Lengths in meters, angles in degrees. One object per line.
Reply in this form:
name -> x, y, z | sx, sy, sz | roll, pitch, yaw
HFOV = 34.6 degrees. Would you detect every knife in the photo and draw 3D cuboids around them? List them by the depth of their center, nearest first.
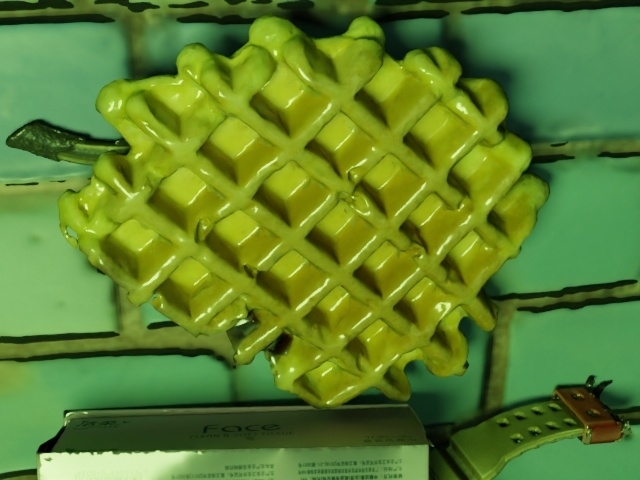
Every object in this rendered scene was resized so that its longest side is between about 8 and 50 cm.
knife -> -0.076, -0.052, 0.628 | 0.222, 0.021, 0.046 | 9, 117, -17

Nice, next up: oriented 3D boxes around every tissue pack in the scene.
tissue pack -> -0.055, 0.194, 0.680 | 0.246, 0.092, 0.149 | -1, 96, -4

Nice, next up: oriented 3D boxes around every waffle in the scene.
waffle -> 0.000, 0.000, 0.631 | 0.309, 0.065, 0.283 | -5, 123, -12

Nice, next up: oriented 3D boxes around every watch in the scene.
watch -> 0.190, 0.191, 0.777 | 0.268, 0.102, 0.165 | -26, 118, -7
